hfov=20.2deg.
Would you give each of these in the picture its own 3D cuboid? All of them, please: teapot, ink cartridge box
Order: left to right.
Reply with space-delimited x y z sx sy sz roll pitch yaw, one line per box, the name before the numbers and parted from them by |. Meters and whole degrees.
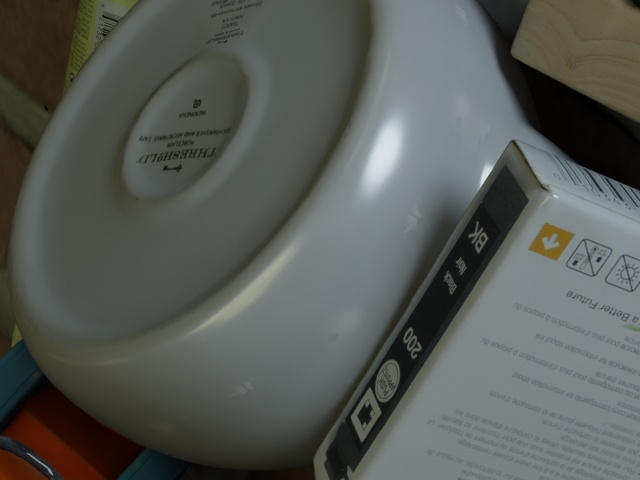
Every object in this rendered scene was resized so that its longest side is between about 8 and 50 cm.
teapot | 0.000 0.000 0.774 0.252 0.187 0.256 -43 39 12
ink cartridge box | 0.109 0.086 0.679 0.208 0.206 0.045 -59 26 23

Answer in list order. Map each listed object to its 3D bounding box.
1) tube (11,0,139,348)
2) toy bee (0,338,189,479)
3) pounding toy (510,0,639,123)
tube | -0.112 -0.030 0.937 0.070 0.062 0.240 -115 36 -66
toy bee | -0.152 0.121 0.799 0.195 0.298 0.162 45 100 23
pounding toy | 0.142 -0.099 0.678 0.141 0.130 0.100 32 112 33
